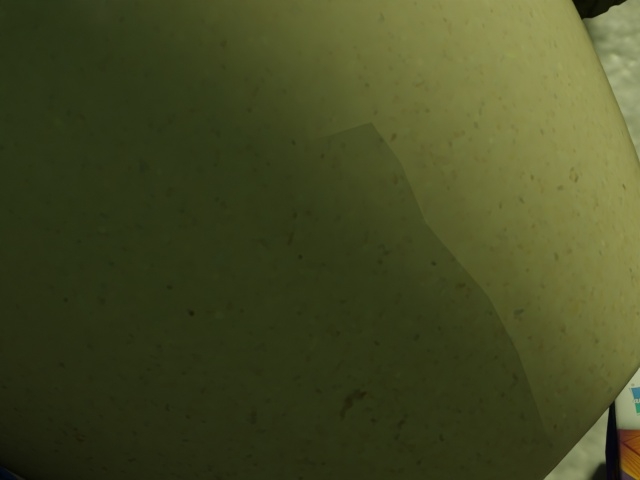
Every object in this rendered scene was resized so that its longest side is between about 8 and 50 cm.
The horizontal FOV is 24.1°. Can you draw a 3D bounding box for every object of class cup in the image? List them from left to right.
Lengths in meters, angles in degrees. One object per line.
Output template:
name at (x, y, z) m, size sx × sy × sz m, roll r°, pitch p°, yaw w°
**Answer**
cup at (0.000, 0.000, 0.602) m, size 0.237 × 0.331 × 0.331 m, roll 43°, pitch 66°, yaw 4°

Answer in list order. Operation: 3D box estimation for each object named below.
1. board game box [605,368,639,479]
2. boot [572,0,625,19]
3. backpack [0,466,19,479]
board game box at (0.287, 0.163, 0.554) m, size 0.347 × 0.078 × 0.233 m, roll -1°, pitch 53°, yaw 7°
boot at (0.068, -0.246, 0.890) m, size 0.236 × 0.089 × 0.269 m, roll -2°, pitch 52°, yaw 6°
backpack at (-0.170, 0.142, 0.624) m, size 0.098 × 0.101 × 0.120 m, roll 35°, pitch 61°, yaw 21°
